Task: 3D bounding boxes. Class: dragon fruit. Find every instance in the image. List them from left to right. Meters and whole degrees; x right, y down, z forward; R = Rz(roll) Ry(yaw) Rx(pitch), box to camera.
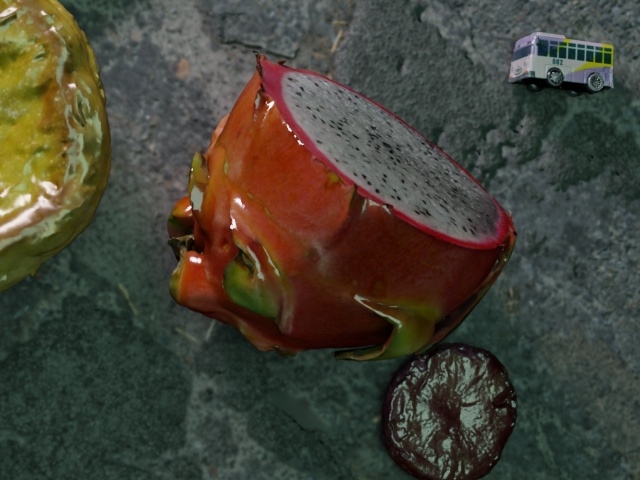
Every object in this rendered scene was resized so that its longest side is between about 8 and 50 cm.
[{"bbox_3d":[0.000,0.000,1.246,0.305,0.305,0.226,31,109,-14],"label":"dragon fruit"}]

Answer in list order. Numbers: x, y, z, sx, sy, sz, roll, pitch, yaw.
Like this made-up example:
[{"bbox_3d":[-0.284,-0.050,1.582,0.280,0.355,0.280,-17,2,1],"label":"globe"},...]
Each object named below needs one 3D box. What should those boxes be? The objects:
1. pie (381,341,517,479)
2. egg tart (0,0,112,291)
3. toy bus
[{"bbox_3d":[0.132,0.177,1.390,0.154,0.036,0.154,0,89,-17],"label":"pie"},{"bbox_3d":[-0.347,-0.101,1.199,0.341,0.129,0.341,1,88,-16],"label":"egg tart"},{"bbox_3d":[0.251,-0.183,1.424,0.102,0.052,0.058,5,86,-19],"label":"toy bus"}]
